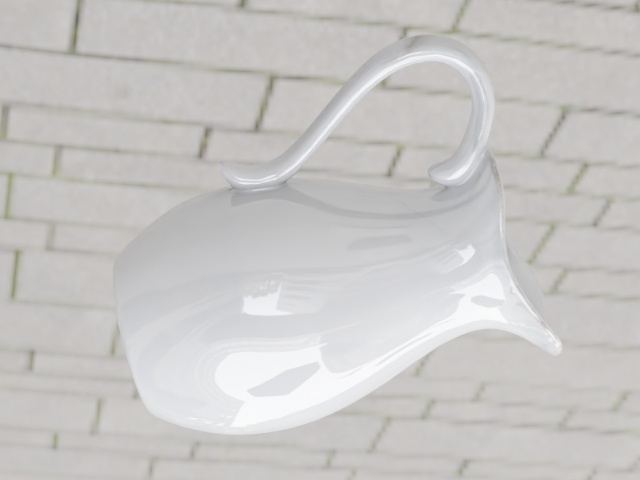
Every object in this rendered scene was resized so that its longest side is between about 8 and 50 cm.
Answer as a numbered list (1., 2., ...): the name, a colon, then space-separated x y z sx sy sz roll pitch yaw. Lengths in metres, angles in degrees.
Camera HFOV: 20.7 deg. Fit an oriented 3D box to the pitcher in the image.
1. pitcher: 0.000 0.000 0.873 0.207 0.125 0.178 -14 107 3
